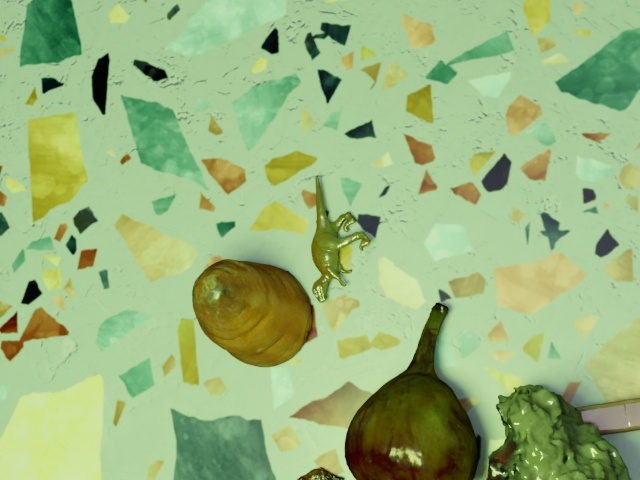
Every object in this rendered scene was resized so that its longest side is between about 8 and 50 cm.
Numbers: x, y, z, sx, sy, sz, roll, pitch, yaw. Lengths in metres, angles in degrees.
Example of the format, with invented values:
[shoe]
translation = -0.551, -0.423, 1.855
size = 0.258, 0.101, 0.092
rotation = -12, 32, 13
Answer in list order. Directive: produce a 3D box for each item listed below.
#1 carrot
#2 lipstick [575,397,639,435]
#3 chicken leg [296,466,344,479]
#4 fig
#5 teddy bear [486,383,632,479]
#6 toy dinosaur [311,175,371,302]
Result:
[carrot]
translation = -0.112, 0.092, 1.621
size = 0.159, 0.225, 0.159
rotation = -3, 76, 12
[lipstick]
translation = 0.434, 0.245, 1.559
size = 0.145, 0.045, 0.045
rotation = -10, 81, 11
[chicken leg]
translation = -0.008, 0.358, 1.655
size = 0.083, 0.021, 0.036
rotation = -23, 67, 4
[fig]
translation = 0.159, 0.249, 1.584
size = 0.191, 0.190, 0.290
rotation = 25, 52, 15
[teddy bear]
translation = 0.242, 0.364, 1.404
size = 0.225, 0.368, 0.357
rotation = 2, 87, 45
[toy dinosaur]
translation = 0.000, 0.000, 1.701
size = 0.126, 0.039, 0.162
rotation = -42, 74, 5
